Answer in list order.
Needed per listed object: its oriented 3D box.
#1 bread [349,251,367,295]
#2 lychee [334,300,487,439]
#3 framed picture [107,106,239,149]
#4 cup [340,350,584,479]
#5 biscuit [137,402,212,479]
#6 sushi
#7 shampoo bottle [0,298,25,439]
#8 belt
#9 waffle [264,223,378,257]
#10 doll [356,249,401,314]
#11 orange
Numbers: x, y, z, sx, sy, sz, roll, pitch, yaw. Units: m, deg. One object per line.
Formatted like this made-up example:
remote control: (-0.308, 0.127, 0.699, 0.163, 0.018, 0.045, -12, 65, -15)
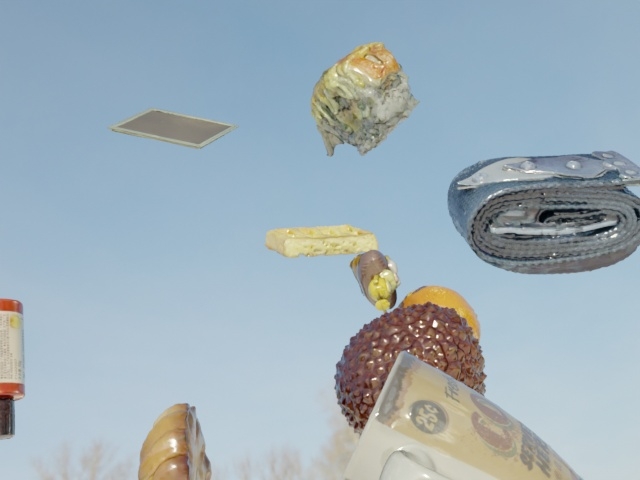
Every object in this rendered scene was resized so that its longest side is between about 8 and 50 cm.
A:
bread: (0.117, 0.083, 2.313, 0.053, 0.106, 0.072, 9, -41, -46)
lychee: (0.159, 0.249, 1.588, 0.275, 0.276, 0.304, 2, -57, -34)
framed picture: (-0.254, -0.195, 1.598, 0.183, 0.142, 0.011, 13, -64, 18)
cup: (0.155, 0.269, 0.998, 0.257, 0.227, 0.301, 22, -5, 9)
biscuit: (-0.233, 0.433, 1.498, 0.107, 0.326, 0.326, -6, -27, -5)
sushi: (0.083, -0.282, 1.882, 0.139, 0.184, 0.274, -41, 1, -24)
shampoo bottle: (-0.653, 0.263, 1.855, 0.104, 0.278, 0.104, -6, -18, -2)
belt: (0.255, -0.038, 1.057, 0.218, 0.128, 0.122, -3, -65, -11)
waffle: (0.000, 0.000, 2.414, 0.274, 0.057, 0.168, -3, 11, -19)
doll: (0.139, 0.104, 2.057, 0.096, 0.188, 0.145, -22, -51, 7)
orange: (0.274, 0.211, 2.158, 0.193, 0.219, 0.219, -16, -22, -32)
